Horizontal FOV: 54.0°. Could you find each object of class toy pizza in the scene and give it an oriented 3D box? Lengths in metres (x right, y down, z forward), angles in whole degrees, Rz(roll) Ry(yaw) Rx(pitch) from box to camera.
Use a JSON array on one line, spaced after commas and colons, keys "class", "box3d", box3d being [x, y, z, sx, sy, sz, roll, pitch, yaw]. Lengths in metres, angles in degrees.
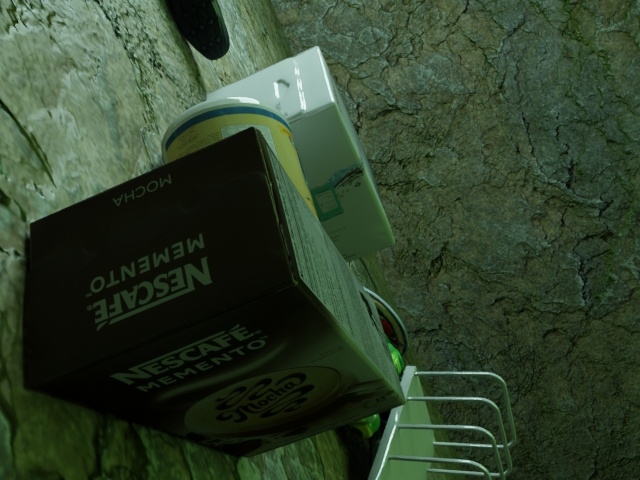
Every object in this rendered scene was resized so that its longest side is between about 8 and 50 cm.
[{"class": "toy pizza", "box3d": [0.090, 0.169, 1.276, 0.201, 0.032, 0.201, 32, -33, 24]}]

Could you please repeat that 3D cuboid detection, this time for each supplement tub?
[{"class": "supplement tub", "box3d": [-0.080, -0.033, 0.653, 0.144, 0.145, 0.199, 52, 18, -62]}]

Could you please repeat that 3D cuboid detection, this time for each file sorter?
[{"class": "file sorter", "box3d": [0.208, 0.367, 1.015, 0.277, 0.173, 0.192, -56, 134, -53]}]

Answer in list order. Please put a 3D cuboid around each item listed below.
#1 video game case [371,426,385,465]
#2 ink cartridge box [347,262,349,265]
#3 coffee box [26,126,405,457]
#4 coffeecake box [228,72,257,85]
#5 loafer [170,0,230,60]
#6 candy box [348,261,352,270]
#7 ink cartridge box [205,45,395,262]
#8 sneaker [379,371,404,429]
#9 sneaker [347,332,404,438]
[{"class": "video game case", "box3d": [0.146, 0.477, 1.232, 0.193, 0.023, 0.212, -63, 132, -79]}, {"class": "ink cartridge box", "box3d": [0.014, 0.086, 1.133, 0.143, 0.092, 0.089, -26, 94, -83]}, {"class": "coffee box", "box3d": [-0.056, 0.069, 0.486, 0.297, 0.168, 0.118, 54, 17, -57]}, {"class": "coffeecake box", "box3d": [-0.108, -0.200, 1.149, 0.142, 0.068, 0.185, -93, 161, -67]}, {"class": "loafer", "box3d": [-0.205, -0.395, 0.991, 0.223, 0.076, 0.078, 62, 18, -16]}, {"class": "candy box", "box3d": [0.033, 0.033, 1.428, 0.186, 0.053, 0.109, -85, 154, -50]}, {"class": "ink cartridge box", "box3d": [-0.032, -0.113, 0.973, 0.198, 0.197, 0.270, -100, 166, -51]}, {"class": "sneaker", "box3d": [0.122, 0.299, 1.271, 0.153, 0.094, 0.234, 47, 15, -48]}, {"class": "sneaker", "box3d": [0.082, 0.229, 1.099, 0.295, 0.124, 0.109, -81, 149, -72]}]
